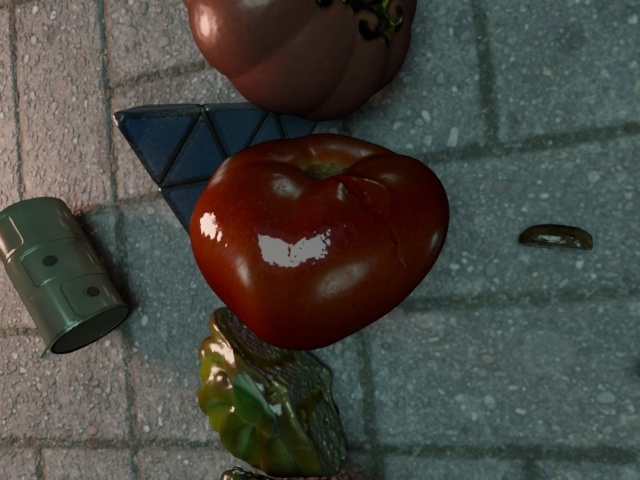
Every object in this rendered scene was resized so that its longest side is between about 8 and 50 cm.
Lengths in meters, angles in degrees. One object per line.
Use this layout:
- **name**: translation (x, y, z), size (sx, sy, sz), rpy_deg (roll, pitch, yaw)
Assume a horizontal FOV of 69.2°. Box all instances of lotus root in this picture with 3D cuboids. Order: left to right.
- **lotus root**: translation (0.294, -0.005, 0.580), size (0.083, 0.037, 0.030), rpy_deg (4, 86, 16)

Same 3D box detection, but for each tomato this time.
- **tomato**: translation (0.000, 0.000, 0.558), size (0.298, 0.299, 0.226), rpy_deg (7, 124, 16)

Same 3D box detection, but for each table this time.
- **table**: translation (-0.414, 0.054, 0.737), size (0.126, 0.126, 0.220), rpy_deg (-39, 78, 12)

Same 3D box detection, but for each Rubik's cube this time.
- **Rubik's cube**: translation (-0.164, -0.121, 0.661), size (0.233, 0.228, 0.228), rpy_deg (-34, 34, 47)

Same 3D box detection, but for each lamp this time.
- **lamp**: translation (-0.032, -0.294, 0.560), size (0.239, 0.305, 0.306), rpy_deg (-2, 88, 48)

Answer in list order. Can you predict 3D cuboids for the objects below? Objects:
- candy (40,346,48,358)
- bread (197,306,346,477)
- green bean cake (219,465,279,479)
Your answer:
- **candy**: translation (-0.463, 0.159, 0.803), size (0.035, 0.035, 0.123), rpy_deg (35, 108, 2)
- **bread**: translation (-0.077, 0.224, 0.624), size (0.260, 0.158, 0.156), rpy_deg (34, 101, 16)
- **green bean cake**: translation (-0.035, 0.373, 0.575), size (0.200, 0.214, 0.113), rpy_deg (6, 54, 17)
